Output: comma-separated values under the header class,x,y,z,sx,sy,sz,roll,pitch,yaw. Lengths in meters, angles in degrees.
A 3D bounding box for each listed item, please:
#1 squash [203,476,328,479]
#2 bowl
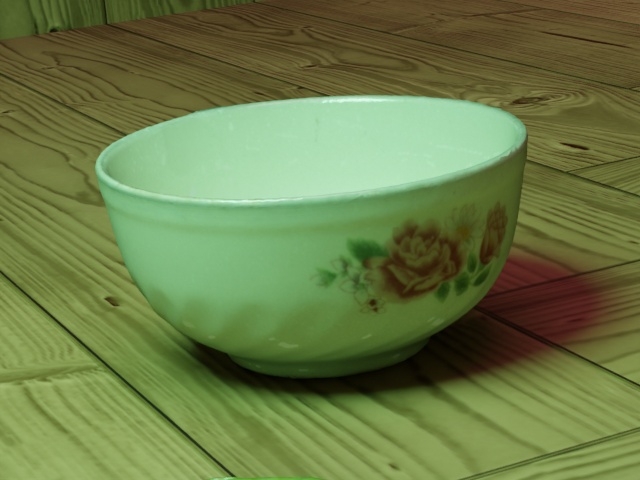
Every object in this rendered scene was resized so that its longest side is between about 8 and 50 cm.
class,x,y,z,sx,sy,sz,roll,pitch,yaw
squash,-0.061,0.162,0.734,0.219,0.041,0.219,-8,13,2
bowl,0.000,0.000,1.067,0.277,0.145,0.277,-6,15,2
